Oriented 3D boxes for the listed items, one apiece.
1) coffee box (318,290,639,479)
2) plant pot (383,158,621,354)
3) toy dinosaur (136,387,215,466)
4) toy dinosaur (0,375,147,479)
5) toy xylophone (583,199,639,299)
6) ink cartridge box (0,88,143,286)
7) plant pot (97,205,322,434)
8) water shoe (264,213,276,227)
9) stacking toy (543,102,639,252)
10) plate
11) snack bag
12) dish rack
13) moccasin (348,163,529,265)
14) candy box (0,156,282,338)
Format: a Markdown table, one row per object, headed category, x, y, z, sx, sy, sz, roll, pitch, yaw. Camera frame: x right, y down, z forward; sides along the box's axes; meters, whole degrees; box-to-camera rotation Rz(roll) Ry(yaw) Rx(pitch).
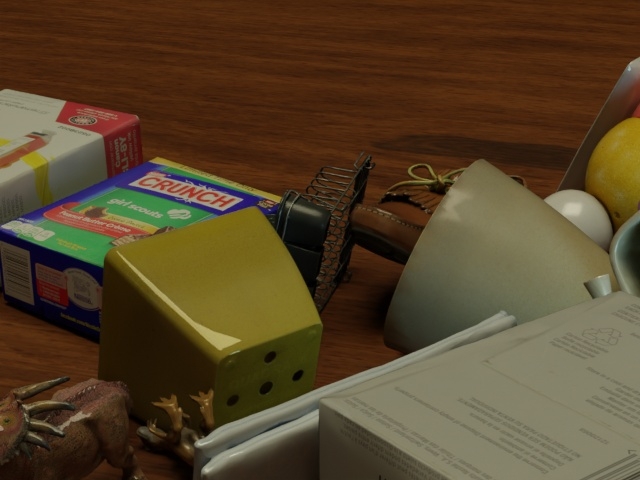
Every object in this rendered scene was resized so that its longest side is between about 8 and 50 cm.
| category | x | y | z | sx | sy | sz | roll | pitch | yaw |
| --- | --- | --- | --- | --- | --- | --- | --- | --- | --- |
| coffee box | 0.230 | 0.281 | 1.139 | 0.338 | 0.334 | 0.338 | -17 | 29 | -35 |
| plant pot | 0.255 | 0.076 | 1.734 | 0.274 | 0.256 | 0.256 | 28 | 33 | 16 |
| toy dinosaur | -0.130 | 0.222 | 1.561 | 0.064 | 0.112 | 0.211 | -18 | 23 | -26 |
| toy dinosaur | -0.261 | 0.196 | 1.488 | 0.127 | 0.200 | 0.296 | 13 | 27 | 27 |
| toy xylophone | 0.401 | 0.108 | 1.591 | 0.081 | 0.322 | 0.236 | -28 | -6 | 33 |
| ink cartridge box | -0.481 | -0.078 | 2.131 | 0.279 | 0.160 | 0.385 | 14 | 28 | 28 |
| plant pot | -0.115 | 0.118 | 1.678 | 0.212 | 0.212 | 0.187 | -18 | 43 | -33 |
| water shoe | -0.103 | 0.052 | 1.878 | 0.073 | 0.080 | 0.203 | 15 | 54 | 39 |
| stacking toy | 0.496 | -0.087 | 2.078 | 0.480 | 0.350 | 0.350 | -25 | 30 | -10 |
| plate | 0.497 | -0.190 | 2.272 | 0.045 | 0.278 | 0.277 | 41 | 40 | 21 |
| snack bag | 0.032 | 0.247 | 1.233 | 0.342 | 0.323 | 0.037 | -19 | 36 | -35 |
| dish rack | 0.000 | 0.000 | 1.921 | 0.074 | 0.208 | 0.271 | 18 | 28 | 10 |
| moccasin | 0.172 | -0.041 | 1.956 | 0.139 | 0.147 | 0.380 | 26 | 18 | 38 |
| candy box | -0.231 | 0.011 | 1.983 | 0.268 | 0.122 | 0.317 | 17 | 29 | 34 |
